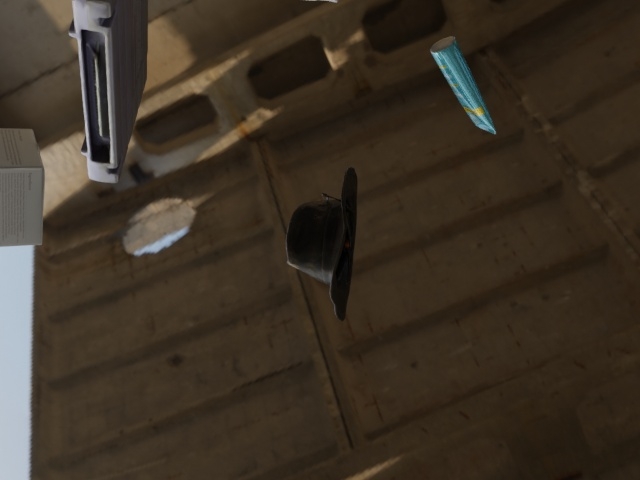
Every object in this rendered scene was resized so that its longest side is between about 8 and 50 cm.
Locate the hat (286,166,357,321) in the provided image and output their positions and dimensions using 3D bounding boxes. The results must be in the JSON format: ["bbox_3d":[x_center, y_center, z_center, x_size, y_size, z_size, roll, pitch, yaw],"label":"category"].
[{"bbox_3d":[0.000,0.000,1.720,0.133,0.331,0.331,6,-130,6],"label":"hat"}]

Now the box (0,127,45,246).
[{"bbox_3d":[-0.623,-0.107,1.642,0.119,0.182,0.181,-3,-147,-26],"label":"box"}]

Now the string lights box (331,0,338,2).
[{"bbox_3d":[-0.017,-0.512,1.281,0.133,0.076,0.260,11,-91,24],"label":"string lights box"}]

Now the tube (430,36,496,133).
[{"bbox_3d":[0.283,-0.299,1.616,0.052,0.207,0.080,-35,-152,1],"label":"tube"}]

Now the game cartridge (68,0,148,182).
[{"bbox_3d":[-0.284,-0.272,1.132,0.068,0.355,0.230,6,-123,-8],"label":"game cartridge"}]
